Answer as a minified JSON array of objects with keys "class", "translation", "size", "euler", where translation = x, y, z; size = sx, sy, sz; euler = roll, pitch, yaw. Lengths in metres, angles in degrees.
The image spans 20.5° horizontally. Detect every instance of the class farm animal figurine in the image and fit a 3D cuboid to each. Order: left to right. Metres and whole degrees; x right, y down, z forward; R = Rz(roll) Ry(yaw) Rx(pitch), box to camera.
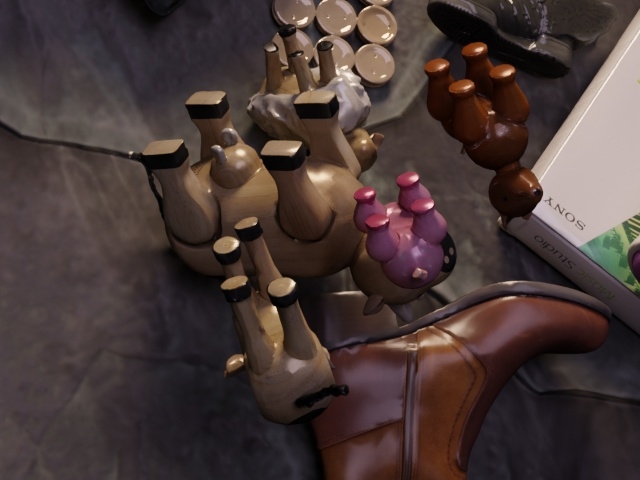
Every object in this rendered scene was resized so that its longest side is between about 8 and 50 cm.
[{"class":"farm animal figurine","translation":[0.000,0.000,1.292],"size":[0.330,0.327,0.172],"euler":[-41,129,-33]}]

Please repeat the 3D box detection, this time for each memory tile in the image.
[{"class":"memory tile","translation":[0.012,-0.205,1.505],"size":[0.113,0.012,0.148],"euler":[8,69,-17]}]

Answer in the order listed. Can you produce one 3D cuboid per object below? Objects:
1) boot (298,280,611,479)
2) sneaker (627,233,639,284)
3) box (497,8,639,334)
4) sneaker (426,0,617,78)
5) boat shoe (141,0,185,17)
[{"class":"boot","translation":[0.116,0.176,1.369],"size":[0.264,0.096,0.280],"euler":[-1,73,-20]},{"class":"sneaker","translation":[0.405,0.038,1.447],"size":[0.305,0.114,0.152],"euler":[33,66,-10]},{"class":"box","translation":[0.329,-0.067,1.547],"size":[0.232,0.058,0.322],"euler":[38,66,-5]},{"class":"sneaker","translation":[0.176,-0.201,1.543],"size":[0.170,0.051,0.089],"euler":[24,66,-16]},{"class":"boat shoe","translation":[-0.046,-0.292,1.465],"size":[0.302,0.114,0.091],"euler":[-38,87,-14]}]
